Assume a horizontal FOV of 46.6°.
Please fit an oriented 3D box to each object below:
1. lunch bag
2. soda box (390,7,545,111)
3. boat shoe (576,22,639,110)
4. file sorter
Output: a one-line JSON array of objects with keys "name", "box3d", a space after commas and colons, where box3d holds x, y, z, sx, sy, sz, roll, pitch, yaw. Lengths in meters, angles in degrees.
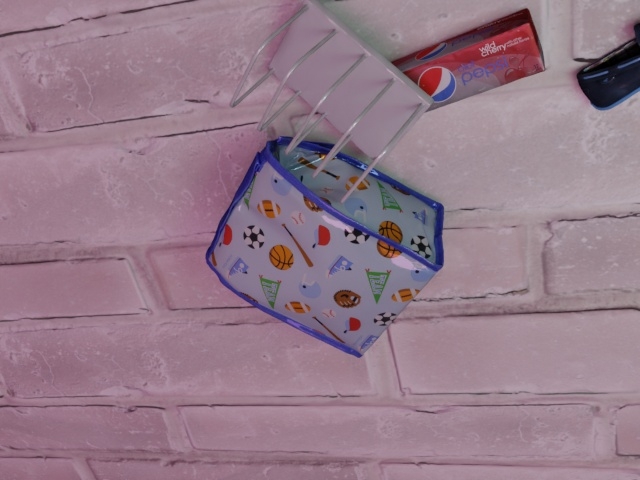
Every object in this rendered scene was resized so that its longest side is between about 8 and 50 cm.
[{"name": "lunch bag", "box3d": [0.000, 0.000, 1.466, 0.385, 0.239, 0.328, 24, 128, -12]}, {"name": "soda box", "box3d": [0.247, -0.303, 1.289, 0.263, 0.083, 0.092, -17, 118, 23]}, {"name": "boat shoe", "box3d": [0.535, -0.312, 1.200, 0.089, 0.109, 0.258, 43, 120, -12]}, {"name": "file sorter", "box3d": [0.008, -0.233, 1.279, 0.277, 0.173, 0.193, 41, 143, -1]}]
